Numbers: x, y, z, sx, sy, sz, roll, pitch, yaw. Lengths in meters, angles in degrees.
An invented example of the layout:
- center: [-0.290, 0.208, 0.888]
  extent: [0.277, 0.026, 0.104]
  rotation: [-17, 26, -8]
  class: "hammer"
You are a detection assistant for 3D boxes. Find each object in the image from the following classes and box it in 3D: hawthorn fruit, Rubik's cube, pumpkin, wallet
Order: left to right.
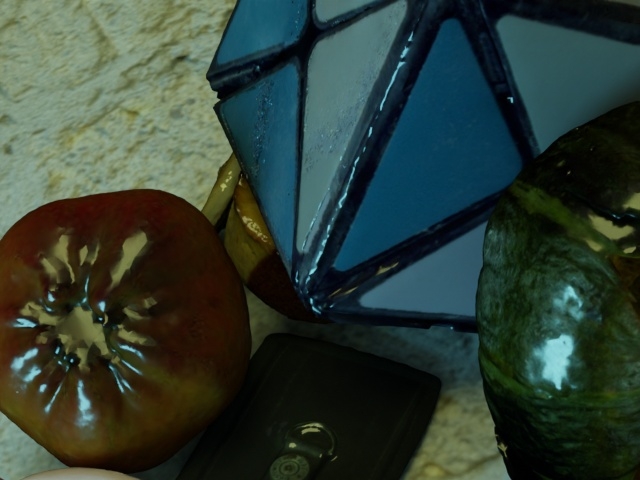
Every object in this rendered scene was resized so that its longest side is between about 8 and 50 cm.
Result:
- center: [-0.155, 0.066, 1.335]
  extent: [0.224, 0.224, 0.261]
  rotation: [-12, 0, 6]
  class: "hawthorn fruit"
- center: [-0.020, 0.171, 1.299]
  extent: [0.169, 0.052, 0.245]
  rotation: [12, 48, 24]
  class: "wallet"
- center: [0.115, -0.126, 1.303]
  extent: [0.310, 0.305, 0.307]
  rotation: [8, 36, -29]
  class: "Rubik's cube"
- center: [0.253, 0.051, 1.149]
  extent: [0.320, 0.320, 0.192]
  rotation: [-26, 25, -9]
  class: "pumpkin"

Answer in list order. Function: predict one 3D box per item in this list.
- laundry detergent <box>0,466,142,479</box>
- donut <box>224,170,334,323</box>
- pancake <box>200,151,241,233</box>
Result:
- center: [-0.170, 0.240, 1.216]
  extent: [0.335, 0.088, 0.159]
  rotation: [19, 96, 34]
  class: "laundry detergent"
- center: [0.000, 0.000, 1.397]
  extent: [0.166, 0.073, 0.184]
  rotation: [42, 36, 13]
  class: "donut"
- center: [-0.086, -0.034, 1.464]
  extent: [0.028, 0.158, 0.158]
  rotation: [35, 58, 2]
  class: "pancake"
